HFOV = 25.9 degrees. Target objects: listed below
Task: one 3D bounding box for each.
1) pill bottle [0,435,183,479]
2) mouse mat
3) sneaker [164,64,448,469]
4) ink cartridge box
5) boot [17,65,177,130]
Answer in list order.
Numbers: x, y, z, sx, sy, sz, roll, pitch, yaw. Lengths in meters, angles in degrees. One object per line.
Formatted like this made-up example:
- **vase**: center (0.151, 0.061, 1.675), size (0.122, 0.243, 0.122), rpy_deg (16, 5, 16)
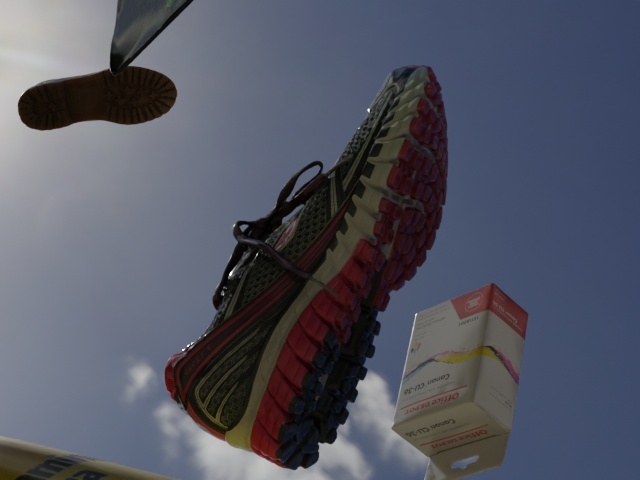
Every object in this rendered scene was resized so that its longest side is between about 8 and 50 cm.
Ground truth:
- **pill bottle**: center (-0.172, 0.229, 0.887), size (0.333, 0.188, 0.188), rpy_deg (7, -50, 29)
- **mouse mat**: center (-0.100, -0.220, 0.971), size (0.007, 0.190, 0.152), rpy_deg (25, -43, -30)
- **sneaker**: center (0.000, 0.000, 0.944), size (0.112, 0.299, 0.121), rpy_deg (20, -23, 24)
- **ink cartridge box**: center (0.146, 0.154, 1.475), size (0.115, 0.198, 0.067), rpy_deg (-26, -54, 39)
- **boot**: center (-0.225, -0.149, 1.417), size (0.084, 0.157, 0.059), rpy_deg (-121, -154, -76)
